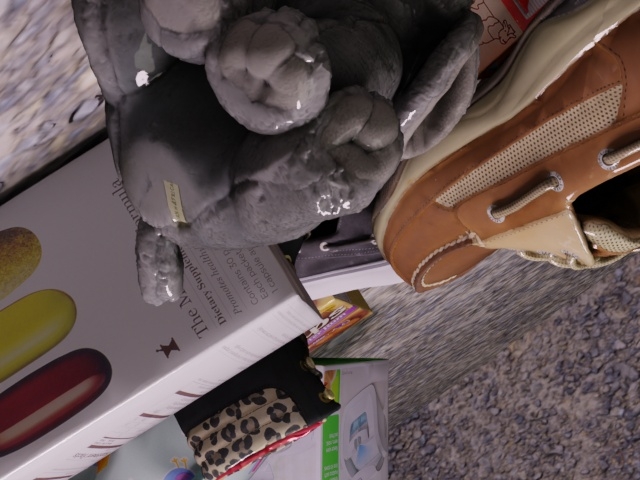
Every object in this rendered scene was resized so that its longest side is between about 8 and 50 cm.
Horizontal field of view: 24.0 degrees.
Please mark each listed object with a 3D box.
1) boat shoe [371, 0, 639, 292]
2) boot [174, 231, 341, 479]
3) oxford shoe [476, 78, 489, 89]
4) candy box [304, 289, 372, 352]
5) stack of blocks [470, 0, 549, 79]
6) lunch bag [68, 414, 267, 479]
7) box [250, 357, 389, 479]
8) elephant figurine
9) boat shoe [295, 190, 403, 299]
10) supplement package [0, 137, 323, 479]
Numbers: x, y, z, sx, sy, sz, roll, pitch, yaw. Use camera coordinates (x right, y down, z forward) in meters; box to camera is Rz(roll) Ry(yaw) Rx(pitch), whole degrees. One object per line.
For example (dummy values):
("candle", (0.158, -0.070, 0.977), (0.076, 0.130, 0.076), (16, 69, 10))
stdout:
("boat shoe", (0.134, -0.039, 0.837), (0.123, 0.120, 0.324), (-24, 166, -31))
("boot", (-0.026, 0.038, 1.018), (0.236, 0.178, 0.085), (-29, 167, -13))
("oxford shoe", (0.202, -0.155, 1.101), (0.271, 0.097, 0.098), (-39, -163, 8))
("candy box", (-0.023, 0.072, 1.455), (0.109, 0.053, 0.187), (-33, 166, 8))
("stack of blocks", (0.198, -0.190, 0.891), (0.171, 0.087, 0.297), (-41, 165, 36))
("lunch bag", (-0.135, 0.176, 1.198), (0.262, 0.160, 0.223), (-54, 170, -12))
("box", (-0.018, 0.247, 1.676), (0.127, 0.231, 0.262), (-1, 176, 18))
("elephant figurine", (0.017, -0.105, 0.683), (0.186, 0.169, 0.239), (-5, -152, 44))
("boat shoe", (0.034, -0.016, 1.100), (0.229, 0.076, 0.080), (-15, -151, 38))
("supplement package", (-0.141, 0.049, 0.880), (0.244, 0.139, 0.134), (-33, 169, 1))
